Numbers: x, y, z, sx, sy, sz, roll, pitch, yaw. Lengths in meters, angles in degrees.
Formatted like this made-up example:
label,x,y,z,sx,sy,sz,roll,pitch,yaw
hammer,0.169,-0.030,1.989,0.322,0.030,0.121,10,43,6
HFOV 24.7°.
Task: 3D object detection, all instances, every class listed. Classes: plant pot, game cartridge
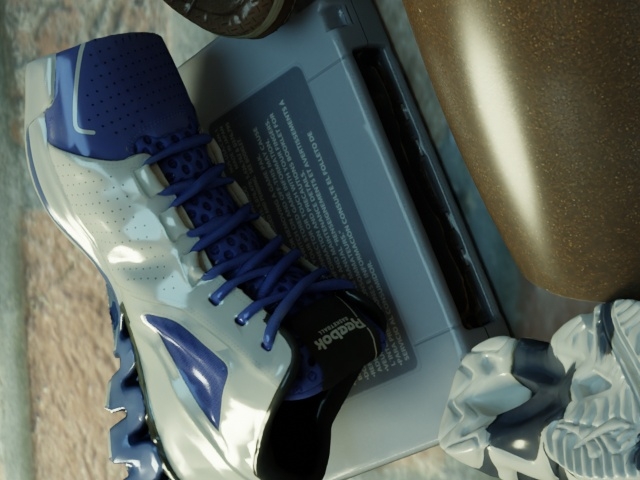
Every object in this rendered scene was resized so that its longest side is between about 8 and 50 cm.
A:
label,x,y,z,sx,sy,sz,roll,pitch,yaw
plant pot,0.138,-0.095,0.707,0.215,0.215,0.230,15,124,40
game cartridge,0.000,0.000,0.941,0.198,0.062,0.297,-29,79,47

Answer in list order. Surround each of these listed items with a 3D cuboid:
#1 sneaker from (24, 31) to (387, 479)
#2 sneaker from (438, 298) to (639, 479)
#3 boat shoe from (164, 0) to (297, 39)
label,x,y,z,sx,sy,sz,roll,pitch,yaw
sneaker,-0.052,0.022,0.888,0.182,0.127,0.316,-6,102,40
sneaker,0.177,0.105,0.733,0.235,0.153,0.094,-26,43,61
boat shoe,-0.075,-0.220,0.931,0.257,0.095,0.095,54,124,30
